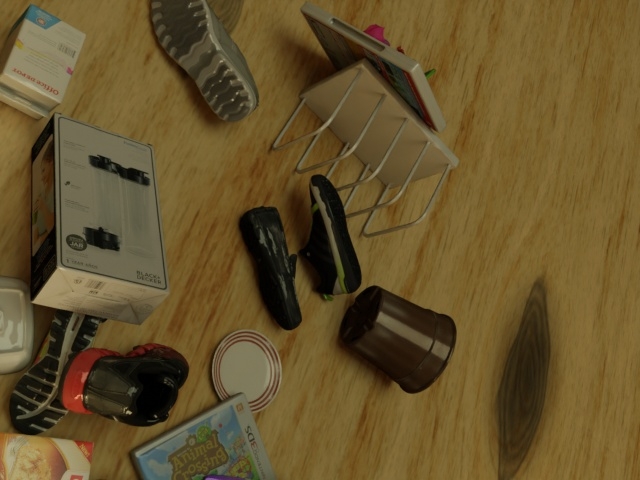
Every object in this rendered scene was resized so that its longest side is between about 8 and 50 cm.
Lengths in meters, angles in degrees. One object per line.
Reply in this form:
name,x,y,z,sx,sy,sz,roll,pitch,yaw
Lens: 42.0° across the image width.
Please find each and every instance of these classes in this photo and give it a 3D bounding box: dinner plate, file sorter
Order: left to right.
dinner plate,-0.126,0.222,1.411,0.141,0.017,0.141,11,71,-36
file sorter,0.079,-0.158,1.563,0.277,0.192,0.173,43,58,-23

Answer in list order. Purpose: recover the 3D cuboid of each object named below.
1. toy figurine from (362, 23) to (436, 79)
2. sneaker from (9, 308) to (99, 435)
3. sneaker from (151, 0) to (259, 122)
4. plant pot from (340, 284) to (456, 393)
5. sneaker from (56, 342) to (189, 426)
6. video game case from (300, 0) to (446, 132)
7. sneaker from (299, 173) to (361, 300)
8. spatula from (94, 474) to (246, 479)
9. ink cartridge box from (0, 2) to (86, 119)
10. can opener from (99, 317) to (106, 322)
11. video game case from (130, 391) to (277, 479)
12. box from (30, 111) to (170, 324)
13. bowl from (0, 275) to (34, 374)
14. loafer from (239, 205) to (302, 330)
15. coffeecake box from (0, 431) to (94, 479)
toy figurine,0.146,-0.380,1.738,0.159,0.130,0.173,51,30,-6
sneaker,-0.368,0.178,1.186,0.081,0.094,0.209,28,83,-9
sneaker,-0.200,-0.333,1.460,0.281,0.105,0.115,63,16,-4
plant pot,0.138,0.174,1.555,0.165,0.167,0.167,32,60,-21
sneaker,-0.244,0.206,1.185,0.276,0.135,0.098,16,88,-71
video game case,0.098,-0.319,1.537,0.025,0.285,0.204,-49,148,-5
sneaker,0.000,0.000,1.512,0.084,0.097,0.235,-41,117,-70
spatula,-0.216,0.381,1.237,0.296,0.030,0.084,24,67,-43
ink cartridge box,-0.426,-0.255,1.237,0.092,0.090,0.143,28,64,-31
can opener,-0.306,0.044,1.293,0.059,0.073,0.186,67,38,-60
video game case,-0.174,0.373,1.319,0.212,0.023,0.193,-24,96,-37
box,-0.320,-0.034,1.198,0.169,0.087,0.290,16,44,-36
bowl,-0.459,0.113,1.144,0.142,0.053,0.142,5,74,-39
loafer,-0.071,0.046,1.461,0.078,0.076,0.223,-16,86,-33
coffeecake box,-0.412,0.333,1.116,0.185,0.068,0.142,17,68,-36
